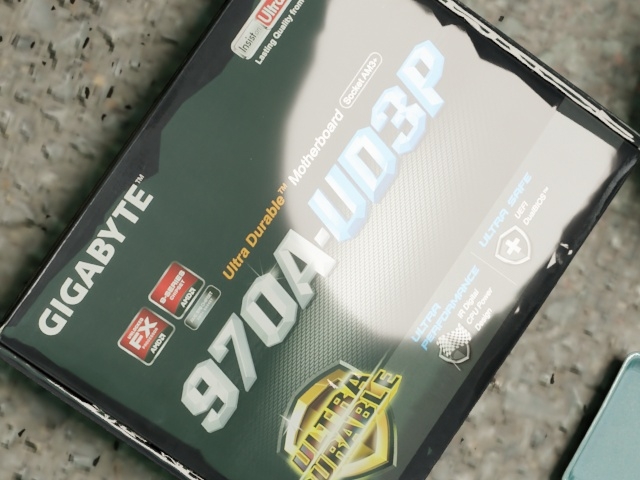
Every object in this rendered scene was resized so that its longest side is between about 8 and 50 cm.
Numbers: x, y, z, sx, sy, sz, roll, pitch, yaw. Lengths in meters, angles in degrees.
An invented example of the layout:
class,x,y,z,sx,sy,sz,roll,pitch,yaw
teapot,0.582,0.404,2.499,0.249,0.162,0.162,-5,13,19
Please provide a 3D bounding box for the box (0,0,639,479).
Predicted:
class,x,y,z,sx,sy,sz,roll,pitch,yaw
box,0.000,0.000,0.688,0.175,0.051,0.220,36,86,-8

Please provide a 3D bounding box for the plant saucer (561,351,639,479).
class,x,y,z,sx,sy,sz,roll,pitch,yaw
plant saucer,0.198,0.121,0.740,0.192,0.018,0.067,29,86,-10
